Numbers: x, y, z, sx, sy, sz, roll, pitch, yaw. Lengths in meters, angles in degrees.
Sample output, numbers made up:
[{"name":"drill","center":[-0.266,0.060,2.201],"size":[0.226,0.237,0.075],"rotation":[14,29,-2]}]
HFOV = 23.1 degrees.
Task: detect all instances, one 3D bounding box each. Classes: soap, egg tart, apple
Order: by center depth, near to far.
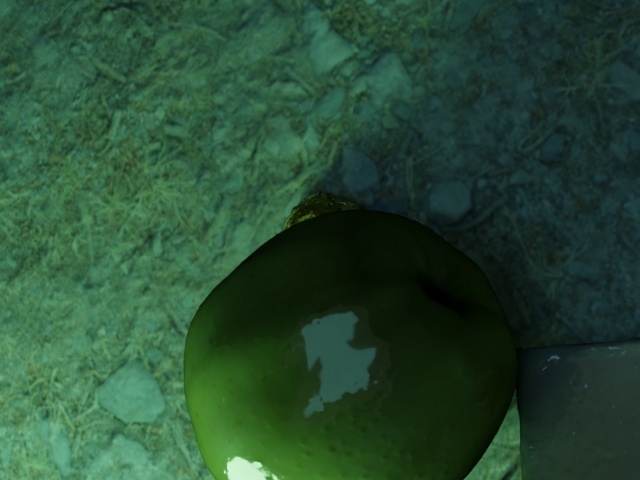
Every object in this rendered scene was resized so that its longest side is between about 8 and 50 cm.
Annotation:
[{"name":"soap","center":[0.348,0.243,1.622],"size":[0.285,0.107,0.296],"rotation":[-5,83,30]},{"name":"apple","center":[0.036,0.138,1.683],"size":[0.357,0.357,0.357],"rotation":[-3,85,31]},{"name":"egg tart","center":[0.000,0.000,1.881],"size":[0.130,0.052,0.130],"rotation":[-2,86,34]}]
